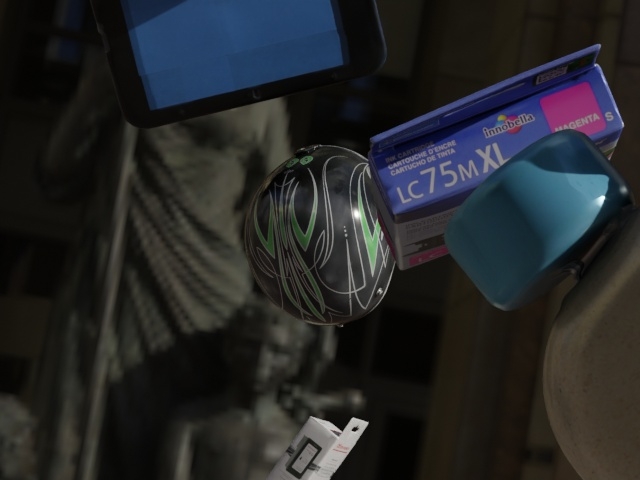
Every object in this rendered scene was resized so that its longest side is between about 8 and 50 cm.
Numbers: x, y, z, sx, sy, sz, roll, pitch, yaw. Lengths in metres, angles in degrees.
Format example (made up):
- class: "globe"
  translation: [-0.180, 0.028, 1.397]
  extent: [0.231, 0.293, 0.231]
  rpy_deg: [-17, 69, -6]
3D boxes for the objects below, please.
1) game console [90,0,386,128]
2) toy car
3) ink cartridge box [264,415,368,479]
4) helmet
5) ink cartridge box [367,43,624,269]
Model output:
- class: "game console"
  translation: [-0.095, -0.254, 1.826]
  extent: [0.293, 0.173, 0.250]
  rpy_deg: [-14, -14, 3]
- class: "toy car"
  translation: [0.202, 0.029, 0.766]
  extent: [0.219, 0.210, 0.238]
  rpy_deg: [50, 9, 14]
- class: "ink cartridge box"
  translation: [-0.005, 0.156, 1.299]
  extent: [0.028, 0.083, 0.048]
  rpy_deg: [36, 1, 19]
- class: "helmet"
  translation: [0.000, 0.000, 1.863]
  extent: [0.169, 0.161, 0.169]
  rpy_deg: [9, -47, 10]
- class: "ink cartridge box"
  translation: [0.134, -0.056, 1.412]
  extent: [0.186, 0.065, 0.311]
  rpy_deg: [-21, -13, 0]
